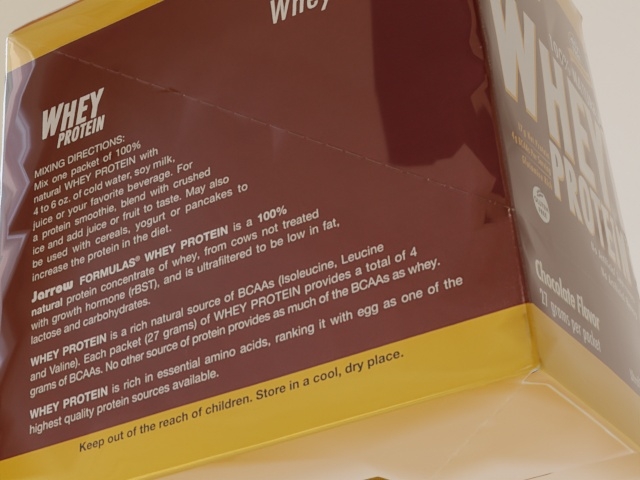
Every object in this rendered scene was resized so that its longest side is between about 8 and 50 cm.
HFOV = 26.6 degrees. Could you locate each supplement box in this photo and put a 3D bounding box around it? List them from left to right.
[{"bbox_3d":[0.000,0.000,0.479,0.191,0.129,0.194,-19,-121,24],"label":"supplement box"}]
